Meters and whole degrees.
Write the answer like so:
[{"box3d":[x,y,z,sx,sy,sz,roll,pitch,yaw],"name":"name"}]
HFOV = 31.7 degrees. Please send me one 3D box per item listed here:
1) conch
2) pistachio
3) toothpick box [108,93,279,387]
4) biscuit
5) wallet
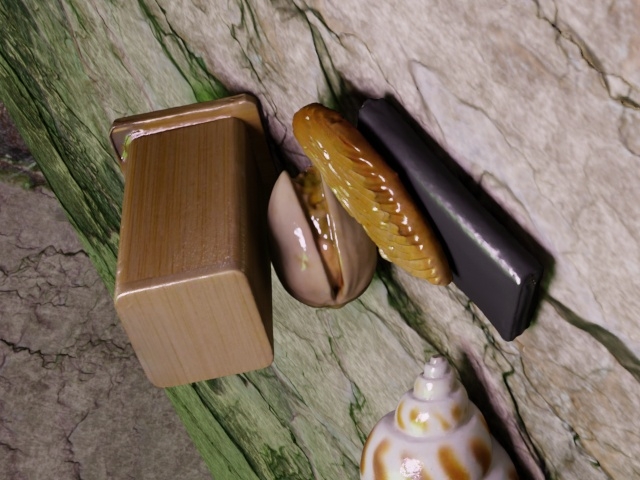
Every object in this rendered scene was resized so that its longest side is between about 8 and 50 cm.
[{"box3d":[0.135,0.254,1.278,0.275,0.183,0.148,84,-179,-49],"name":"conch"},{"box3d":[0.000,0.000,1.270,0.124,0.124,0.184,24,130,57],"name":"pistachio"},{"box3d":[-0.142,0.000,1.307,0.308,0.190,0.187,-95,-7,-50],"name":"toothpick box"},{"box3d":[0.040,-0.050,1.108,0.228,0.031,0.176,40,160,49],"name":"biscuit"},{"box3d":[0.116,-0.021,1.072,0.250,0.044,0.149,48,163,26],"name":"wallet"}]
